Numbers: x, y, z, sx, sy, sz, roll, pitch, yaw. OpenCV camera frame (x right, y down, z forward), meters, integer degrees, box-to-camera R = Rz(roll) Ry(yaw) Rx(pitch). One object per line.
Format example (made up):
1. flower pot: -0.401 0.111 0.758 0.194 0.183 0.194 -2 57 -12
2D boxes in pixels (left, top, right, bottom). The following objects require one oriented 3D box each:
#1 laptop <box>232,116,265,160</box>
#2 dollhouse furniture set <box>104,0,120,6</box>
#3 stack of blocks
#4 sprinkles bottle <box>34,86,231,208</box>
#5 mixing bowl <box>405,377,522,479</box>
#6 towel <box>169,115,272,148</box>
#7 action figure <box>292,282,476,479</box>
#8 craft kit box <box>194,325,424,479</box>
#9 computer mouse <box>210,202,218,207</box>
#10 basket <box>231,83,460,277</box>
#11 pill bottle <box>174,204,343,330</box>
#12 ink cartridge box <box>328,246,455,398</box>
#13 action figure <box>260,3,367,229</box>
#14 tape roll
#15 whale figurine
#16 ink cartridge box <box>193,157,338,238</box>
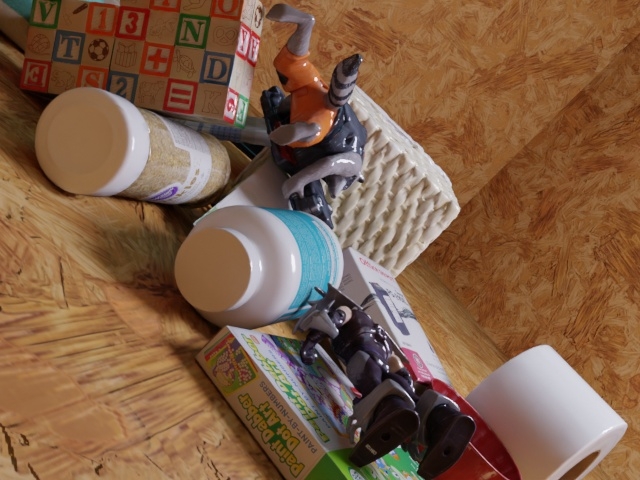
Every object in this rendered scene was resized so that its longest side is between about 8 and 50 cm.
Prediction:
1. laptop: -0.043 -0.092 1.959 0.382 0.236 0.408 41 29 7
2. dollhouse furniture set: -0.430 -0.547 1.602 0.362 0.256 0.394 30 14 -28
3. stack of blocks: -0.239 -0.259 1.101 0.297 0.171 0.087 10 1 13
4. sprinkles bottle: -0.225 -0.109 1.068 0.121 0.121 0.355 46 8 9
5. mixing bowl: 0.179 0.290 1.131 0.181 0.098 0.181 46 10 -11
6. towel: -0.198 -0.196 1.430 0.285 0.034 0.209 5 16 -7
7. action figure: 0.056 0.149 0.919 0.185 0.099 0.285 33 8 -22
8. craft kit box: 0.008 0.208 0.889 0.250 0.061 0.247 48 11 23
9. computer mouse: -0.060 0.030 1.362 0.272 0.072 0.188 41 9 -22
10. basket: 0.046 -0.082 1.546 0.328 0.331 0.266 43 10 -12
11. pill bottle: -0.074 0.031 0.994 0.146 0.146 0.264 46 12 13
12. ink cartridge box: 0.088 0.146 1.260 0.172 0.100 0.237 31 28 -59
13. action figure: 0.011 -0.135 1.203 0.330 0.179 0.341 54 18 -70
14. tape roll: 0.332 0.308 1.291 0.169 0.246 0.246 50 10 31
15. whale figurine: -0.442 -0.376 1.265 0.272 0.141 0.216 35 13 -48
16. ink cartridge box: -0.087 -0.004 1.226 0.171 0.056 0.235 52 41 -7
